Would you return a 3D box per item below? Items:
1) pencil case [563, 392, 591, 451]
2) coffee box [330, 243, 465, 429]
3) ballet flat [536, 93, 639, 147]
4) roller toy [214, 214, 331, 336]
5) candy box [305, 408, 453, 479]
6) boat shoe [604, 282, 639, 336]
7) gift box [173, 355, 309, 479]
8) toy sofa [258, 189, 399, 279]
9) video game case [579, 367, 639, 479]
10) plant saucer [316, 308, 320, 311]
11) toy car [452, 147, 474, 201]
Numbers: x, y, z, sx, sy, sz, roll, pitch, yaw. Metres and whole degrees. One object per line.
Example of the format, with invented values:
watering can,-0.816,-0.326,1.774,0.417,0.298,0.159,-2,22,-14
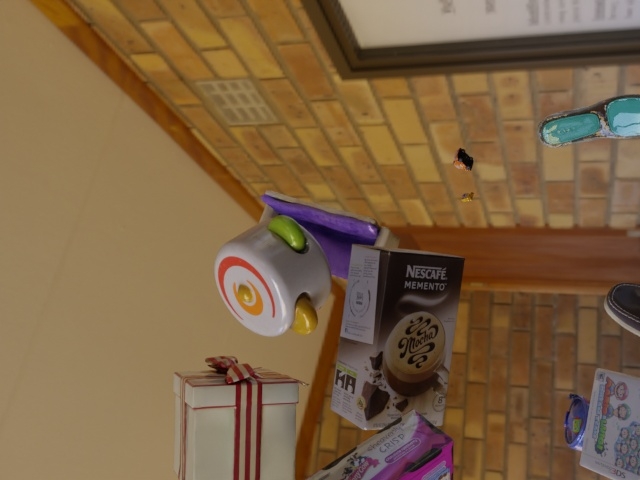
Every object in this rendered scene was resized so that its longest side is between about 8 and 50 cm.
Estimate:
pencil case,0.699,0.444,1.685,0.133,0.306,0.119,146,140,-85
coffee box,0.133,0.162,1.284,0.168,0.119,0.297,5,-86,-30
ballet flat,0.466,-0.200,1.226,0.068,0.213,0.072,-43,-57,-65
roller toy,-0.090,0.070,1.341,0.146,0.191,0.209,-33,-76,-39
candy box,0.075,0.329,0.856,0.159,0.071,0.233,-25,-54,-28
boat shoe,0.610,0.128,1.215,0.103,0.285,0.092,-51,-34,-19
gift box,-0.173,0.385,1.611,0.276,0.255,0.258,1,-92,-26
toy sofa,0.000,0.000,1.884,0.177,0.362,0.150,33,-105,-61
video game case,0.452,0.280,1.117,0.143,0.019,0.157,178,104,-72
plant saucer,-0.038,0.141,1.474,0.013,0.083,0.083,64,-167,17
toy car,0.328,-0.152,1.748,0.060,0.040,0.122,19,-111,-36
